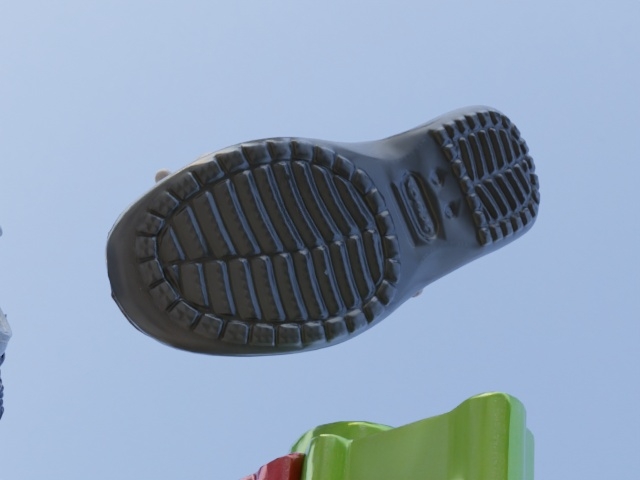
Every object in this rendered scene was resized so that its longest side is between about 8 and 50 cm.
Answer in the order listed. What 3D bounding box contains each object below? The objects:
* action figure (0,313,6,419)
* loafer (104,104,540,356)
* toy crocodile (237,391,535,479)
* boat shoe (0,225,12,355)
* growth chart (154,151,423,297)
[{"bbox_3d":[-0.463,0.130,1.347,0.275,0.141,0.164,3,-55,-10],"label":"action figure"},{"bbox_3d":[0.000,0.000,0.609,0.087,0.251,0.094,-21,-95,47],"label":"loafer"},{"bbox_3d":[-0.040,0.148,0.540,0.340,0.105,0.115,-35,-146,45],"label":"toy crocodile"},{"bbox_3d":[-0.298,-0.053,0.922,0.103,0.118,0.320,-32,-104,2],"label":"boat shoe"},{"bbox_3d":[-0.031,-0.016,1.015,0.237,0.021,0.172,-4,-137,15],"label":"growth chart"}]
